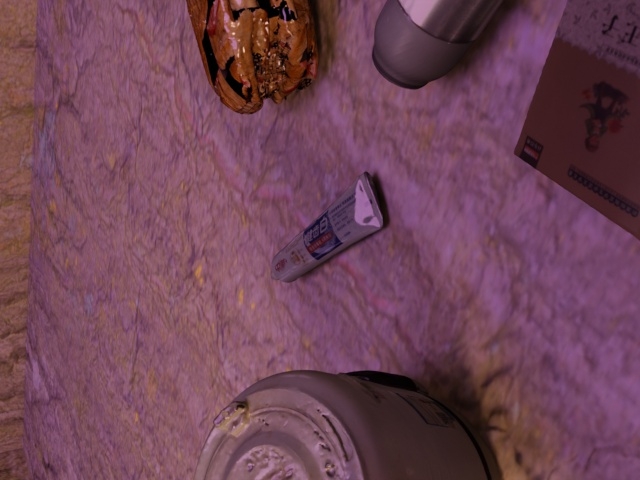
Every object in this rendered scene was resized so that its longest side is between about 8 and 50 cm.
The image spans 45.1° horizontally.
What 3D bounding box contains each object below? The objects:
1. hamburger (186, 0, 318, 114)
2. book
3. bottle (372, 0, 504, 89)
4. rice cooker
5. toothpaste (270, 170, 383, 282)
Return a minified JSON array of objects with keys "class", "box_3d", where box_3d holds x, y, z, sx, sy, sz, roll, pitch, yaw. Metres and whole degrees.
[{"class":"hamburger","box_3d":[-0.088,-0.255,0.871,0.231,0.106,0.231,57,159,35]},{"class":"book","box_3d":[0.206,-0.117,0.508,0.138,0.016,0.199,48,134,46]},{"class":"bottle","box_3d":[0.120,-0.224,0.583,0.254,0.079,0.096,-55,11,48]},{"class":"rice cooker","box_3d":[0.026,0.222,0.654,0.226,0.244,0.226,-15,67,39]},{"class":"toothpaste","box_3d":[0.000,0.000,0.862,0.233,0.038,0.060,-38,66,52]}]
